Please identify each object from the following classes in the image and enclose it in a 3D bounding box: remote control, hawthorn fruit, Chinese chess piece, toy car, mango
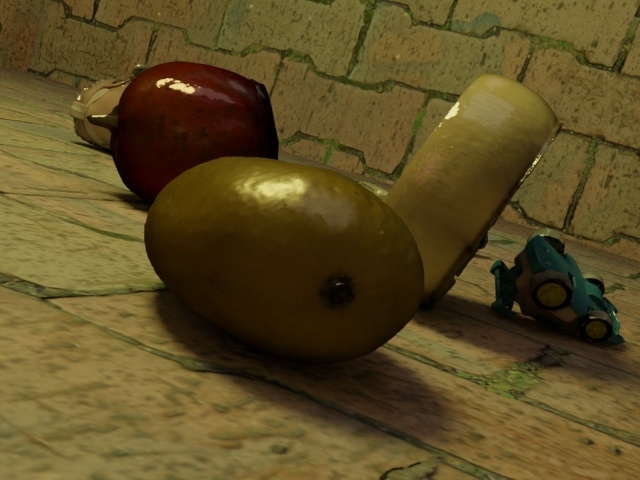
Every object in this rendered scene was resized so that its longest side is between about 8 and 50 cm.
[{"bbox_3d":[0.079,-0.043,1.427,0.049,0.090,0.230,19,7,-7],"label":"remote control"},{"bbox_3d":[-0.177,-0.137,1.178,0.250,0.215,0.215,16,8,-13],"label":"hawthorn fruit"},{"bbox_3d":[0.155,-0.054,1.008,0.112,0.270,0.270,35,11,7],"label":"Chinese chess piece"},{"bbox_3d":[0.289,0.073,1.116,0.161,0.098,0.126,42,30,-17],"label":"toy car"},{"bbox_3d":[-0.044,0.005,0.714,0.195,0.142,0.332,16,-1,-29],"label":"mango"}]

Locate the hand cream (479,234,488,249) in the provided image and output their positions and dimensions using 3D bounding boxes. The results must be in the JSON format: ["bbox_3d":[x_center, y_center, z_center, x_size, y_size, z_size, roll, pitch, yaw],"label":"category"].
[{"bbox_3d":[0.188,-0.018,1.608,0.256,0.055,0.088,8,18,-31],"label":"hand cream"}]

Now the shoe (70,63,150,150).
[{"bbox_3d":[-0.304,-0.236,1.721,0.198,0.171,0.351,16,6,25],"label":"shoe"}]
